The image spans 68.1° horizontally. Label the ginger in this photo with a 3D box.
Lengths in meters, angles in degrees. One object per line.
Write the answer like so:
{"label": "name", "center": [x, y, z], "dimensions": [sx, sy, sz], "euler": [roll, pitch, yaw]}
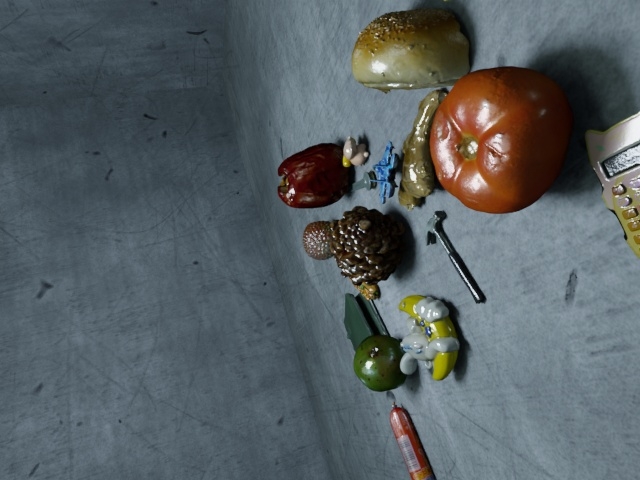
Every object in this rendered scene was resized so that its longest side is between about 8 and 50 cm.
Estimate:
{"label": "ginger", "center": [0.246, -0.207, 1.171], "dimensions": [0.148, 0.081, 0.333], "euler": [-92, 3, -59]}

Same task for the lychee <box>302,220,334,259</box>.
{"label": "lychee", "center": [0.000, 0.000, 1.895], "dimensions": [0.197, 0.165, 0.165], "euler": [-13, 89, 44]}

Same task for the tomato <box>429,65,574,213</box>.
{"label": "tomato", "center": [0.313, -0.170, 0.814], "dimensions": [0.260, 0.180, 0.259], "euler": [165, 90, -71]}

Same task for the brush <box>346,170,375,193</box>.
{"label": "brush", "center": [0.131, -0.189, 1.617], "dimensions": [0.266, 0.027, 0.062], "euler": [177, 82, -76]}

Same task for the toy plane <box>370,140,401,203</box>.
{"label": "toy plane", "center": [0.182, -0.194, 1.322], "dimensions": [0.246, 0.078, 0.169], "euler": [-60, -23, -75]}

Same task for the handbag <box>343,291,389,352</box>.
{"label": "handbag", "center": [0.161, 0.345, 1.776], "dimensions": [0.260, 0.079, 0.247], "euler": [98, 153, -49]}

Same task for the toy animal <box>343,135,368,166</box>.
{"label": "toy animal", "center": [0.117, -0.288, 1.520], "dimensions": [0.114, 0.082, 0.091], "euler": [87, -163, -67]}

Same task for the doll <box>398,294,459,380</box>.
{"label": "doll", "center": [0.285, 0.268, 1.297], "dimensions": [0.252, 0.111, 0.237], "euler": [-13, 90, 63]}

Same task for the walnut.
{"label": "walnut", "center": [-0.033, -0.228, 1.686], "dimensions": [0.244, 0.269, 0.221], "euler": [-160, 60, -66]}

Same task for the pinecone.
{"label": "pinecone", "center": [0.141, 0.021, 1.415], "dimensions": [0.272, 0.224, 0.224], "euler": [73, 173, -52]}

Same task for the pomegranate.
{"label": "pomegranate", "center": [0.209, 0.411, 1.551], "dimensions": [0.225, 0.187, 0.187], "euler": [53, -173, -50]}

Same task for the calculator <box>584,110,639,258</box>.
{"label": "calculator", "center": [0.467, -0.073, 0.656], "dimensions": [0.157, 0.033, 0.236], "euler": [140, 114, -69]}

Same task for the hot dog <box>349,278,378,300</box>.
{"label": "hot dog", "center": [0.153, 0.155, 1.712], "dimensions": [0.188, 0.055, 0.072], "euler": [-136, 36, -58]}

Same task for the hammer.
{"label": "hammer", "center": [0.327, 0.050, 1.164], "dimensions": [0.103, 0.029, 0.246], "euler": [106, 146, -55]}

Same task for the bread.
{"label": "bread", "center": [0.166, -0.425, 1.070], "dimensions": [0.314, 0.192, 0.171], "euler": [-137, 37, -61]}

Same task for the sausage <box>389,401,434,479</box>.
{"label": "sausage", "center": [0.296, 0.679, 1.594], "dimensions": [0.074, 0.074, 0.274], "euler": [107, 145, -57]}
